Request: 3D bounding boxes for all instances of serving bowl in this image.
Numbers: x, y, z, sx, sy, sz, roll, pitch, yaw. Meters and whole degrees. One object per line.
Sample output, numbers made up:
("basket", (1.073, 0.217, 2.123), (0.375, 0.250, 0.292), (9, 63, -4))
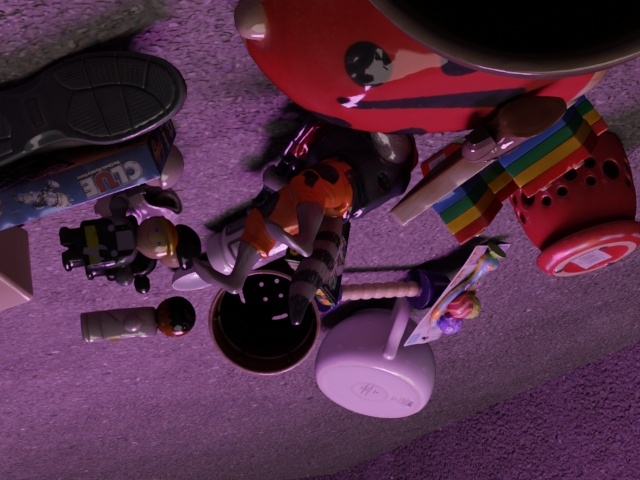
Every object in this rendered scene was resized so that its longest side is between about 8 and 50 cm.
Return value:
("serving bowl", (-0.194, 0.050, 1.988), (0.083, 0.027, 0.083), (-14, 162, -5))

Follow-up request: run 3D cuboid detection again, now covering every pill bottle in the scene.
("pill bottle", (-0.093, -0.001, 1.841), (0.137, 0.078, 0.078), (-24, 159, 26))

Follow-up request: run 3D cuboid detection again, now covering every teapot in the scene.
("teapot", (0.117, 0.213, 2.475), (0.256, 0.187, 0.252), (-8, 140, 34))

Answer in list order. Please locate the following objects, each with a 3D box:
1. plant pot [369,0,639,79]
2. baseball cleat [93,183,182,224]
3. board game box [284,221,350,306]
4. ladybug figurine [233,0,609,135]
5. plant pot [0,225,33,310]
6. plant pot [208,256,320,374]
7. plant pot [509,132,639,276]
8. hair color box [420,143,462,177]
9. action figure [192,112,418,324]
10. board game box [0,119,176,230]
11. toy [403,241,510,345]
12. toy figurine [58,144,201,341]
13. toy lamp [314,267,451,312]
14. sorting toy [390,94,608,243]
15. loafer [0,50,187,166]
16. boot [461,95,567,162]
("plant pot", (0.168, -0.275, 0.991), (0.323, 0.323, 0.280), (-18, 179, 8))
("baseball cleat", (-0.228, -0.017, 1.700), (0.109, 0.072, 0.206), (-16, 162, 4))
("board game box", (0.000, 0.000, 1.837), (0.030, 0.136, 0.259), (9, 165, 14))
("ladybug figurine", (0.129, -0.211, 1.287), (0.449, 0.161, 0.305), (-8, 160, -22))
("plant pot", (-0.441, 0.027, 1.622), (0.109, 0.109, 0.096), (-19, 149, 10))
("plant pot", (-0.082, 0.101, 1.964), (0.167, 0.167, 0.165), (-17, -165, 6))
("plant pot", (0.396, -0.050, 1.946), (0.191, 0.174, 0.191), (-16, 161, -6))
("hair color box", (0.222, -0.103, 1.854), (0.141, 0.043, 0.072), (3, 154, -41))
("action figure", (-0.001, -0.042, 1.561), (0.330, 0.178, 0.341), (-42, 176, -34))
("board game box", (-0.286, -0.074, 1.396), (0.243, 0.042, 0.165), (-18, -160, 7))
("toy", (0.262, 0.110, 2.310), (0.137, 0.056, 0.237), (-3, 129, -56))
("toy figurine", (-0.220, 0.007, 1.516), (0.148, 0.209, 0.213), (-7, 128, -3))
("toy lamp", (0.116, 0.089, 2.268), (0.275, 0.080, 0.080), (0, 156, -33))
("sorting toy", (0.239, -0.103, 1.565), (0.257, 0.089, 0.255), (-37, -178, 25))
("loafer", (-0.260, -0.138, 1.337), (0.268, 0.096, 0.084), (-13, -178, 13))
("boot", (0.201, -0.113, 1.319), (0.118, 0.042, 0.087), (-18, 169, 13))
